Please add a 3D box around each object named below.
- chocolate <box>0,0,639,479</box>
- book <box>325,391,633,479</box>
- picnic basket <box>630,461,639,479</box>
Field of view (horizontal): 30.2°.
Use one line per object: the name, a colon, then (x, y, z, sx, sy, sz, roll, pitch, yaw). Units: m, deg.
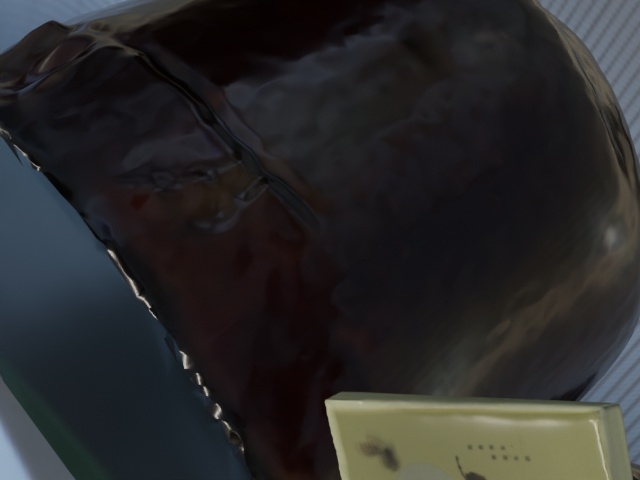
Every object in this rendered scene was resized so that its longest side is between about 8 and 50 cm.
chocolate: (0.000, 0.000, 0.673, 0.383, 0.331, 0.384, 39, 149, 29)
book: (0.053, 0.090, 0.399, 0.111, 0.014, 0.077, -4, 100, 40)
picnic basket: (0.129, 0.243, 0.827, 0.297, 0.129, 0.222, -30, 34, 45)
